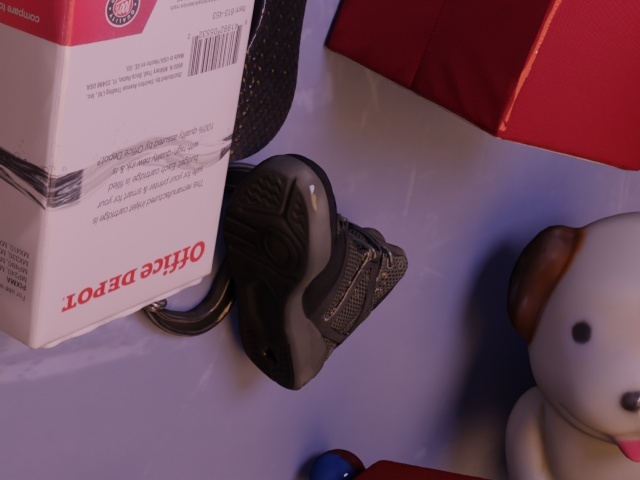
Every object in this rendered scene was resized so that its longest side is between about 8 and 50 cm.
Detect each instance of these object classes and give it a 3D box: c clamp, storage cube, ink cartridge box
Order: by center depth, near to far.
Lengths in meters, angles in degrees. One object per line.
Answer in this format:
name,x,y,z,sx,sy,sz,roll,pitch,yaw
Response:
ink cartridge box,-0.134,-0.078,0.862,0.172,0.100,0.237,-24,131,-53
c clamp,-0.089,-0.003,1.048,0.137,0.022,0.160,0,114,-53
storage cube,0.156,-0.179,1.053,0.215,0.184,0.193,9,108,-48

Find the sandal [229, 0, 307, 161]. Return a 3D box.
sandal,-0.043,-0.141,0.996,0.067,0.040,0.179,15,89,-54

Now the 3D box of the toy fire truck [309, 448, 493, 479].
toy fire truck,0.094,0.290,1.228,0.169,0.302,0.254,-31,107,-28

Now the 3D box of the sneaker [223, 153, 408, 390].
sneaker,0.000,0.000,1.074,0.130,0.087,0.227,-44,149,-30

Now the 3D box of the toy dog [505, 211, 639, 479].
toy dog,0.317,0.142,1.325,0.395,0.285,0.408,-66,152,-27
